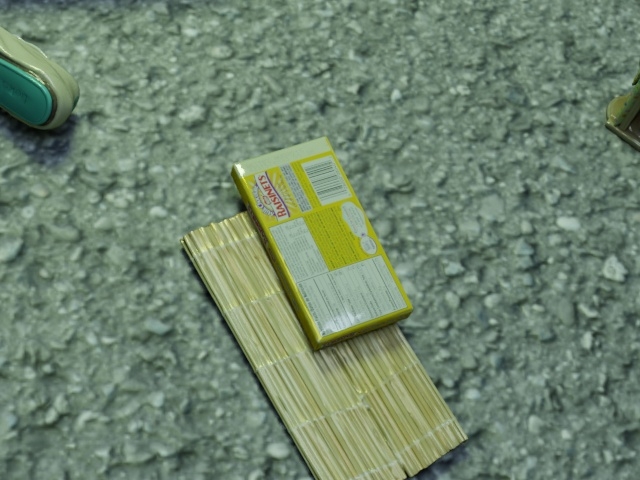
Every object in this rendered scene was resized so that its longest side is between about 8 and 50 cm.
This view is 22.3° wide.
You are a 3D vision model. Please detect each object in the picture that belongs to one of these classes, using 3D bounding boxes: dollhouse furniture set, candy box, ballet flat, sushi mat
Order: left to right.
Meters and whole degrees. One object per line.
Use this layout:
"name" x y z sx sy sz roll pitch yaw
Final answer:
"ballet flat" -0.342 -0.195 1.610 0.248 0.086 0.086 36 61 5
"candy box" 0.000 0.000 1.580 0.105 0.027 0.206 -18 68 -19
"sushi mat" 0.001 0.096 1.558 0.151 0.019 0.316 -23 70 -24
"dollhouse furniture set" 0.401 -0.192 1.706 0.101 0.182 0.161 38 62 8
